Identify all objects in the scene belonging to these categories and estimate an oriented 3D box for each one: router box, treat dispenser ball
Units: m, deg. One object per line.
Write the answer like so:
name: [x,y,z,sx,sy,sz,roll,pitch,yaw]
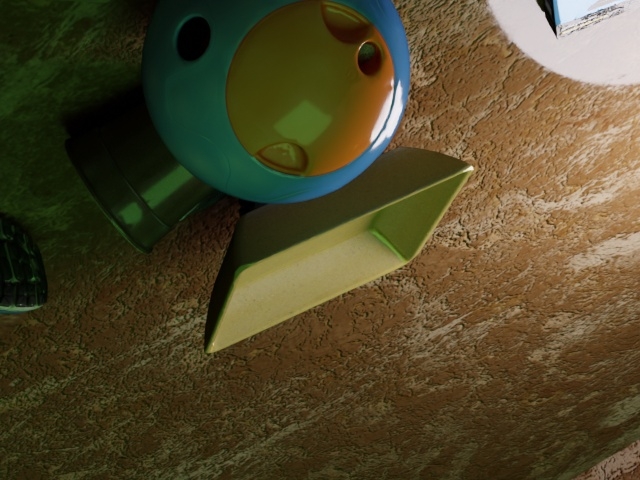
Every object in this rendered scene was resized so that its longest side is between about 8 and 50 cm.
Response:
router box: [0.362,-0.333,2.107,0.179,0.046,0.133,-23,150,-1]
treat dispenser ball: [-0.047,-0.183,1.826,0.288,0.288,0.288,-17,150,-11]

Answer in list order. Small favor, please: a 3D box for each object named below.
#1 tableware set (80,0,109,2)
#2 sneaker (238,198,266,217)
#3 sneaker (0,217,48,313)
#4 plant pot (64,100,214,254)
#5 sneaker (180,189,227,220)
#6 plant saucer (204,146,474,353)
tableware set: [-0.291,-0.296,1.729,0.194,0.039,0.128,-1,155,-24]
sneaker: [0.009,-0.108,2.193,0.122,0.110,0.283,-10,156,-45]
sneaker: [-0.487,0.043,2.076,0.330,0.130,0.147,7,153,-36]
plant pot: [-0.186,-0.099,2.008,0.165,0.167,0.167,-36,149,5]
sneaker: [-0.130,-0.088,2.162,0.166,0.065,0.076,-37,164,29]
plant saucer: [0.000,0.000,2.173,0.333,0.081,0.333,-24,164,-19]
